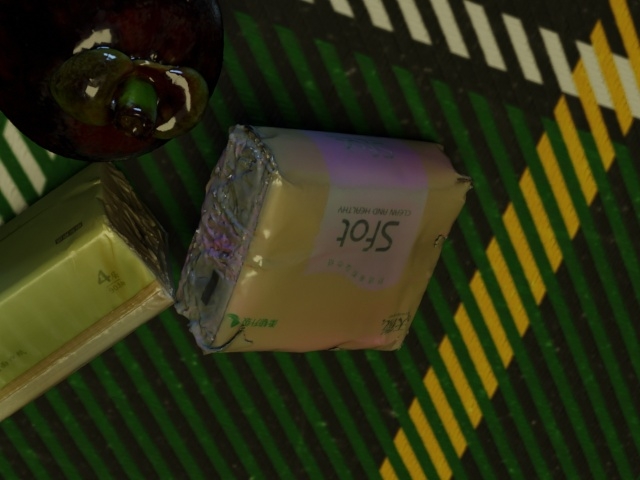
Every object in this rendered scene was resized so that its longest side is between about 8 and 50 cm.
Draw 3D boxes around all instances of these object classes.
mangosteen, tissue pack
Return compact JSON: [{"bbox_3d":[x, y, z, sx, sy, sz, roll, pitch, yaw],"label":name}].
[{"bbox_3d":[-0.193,-0.164,1.209,0.216,0.216,0.216,-4,117,-7],"label":"mangosteen"},{"bbox_3d":[0.000,0.000,1.338,0.256,0.123,0.215,1,120,-42],"label":"tissue pack"},{"bbox_3d":[-0.262,0.048,1.330,0.234,0.159,0.125,-34,118,8],"label":"tissue pack"}]
